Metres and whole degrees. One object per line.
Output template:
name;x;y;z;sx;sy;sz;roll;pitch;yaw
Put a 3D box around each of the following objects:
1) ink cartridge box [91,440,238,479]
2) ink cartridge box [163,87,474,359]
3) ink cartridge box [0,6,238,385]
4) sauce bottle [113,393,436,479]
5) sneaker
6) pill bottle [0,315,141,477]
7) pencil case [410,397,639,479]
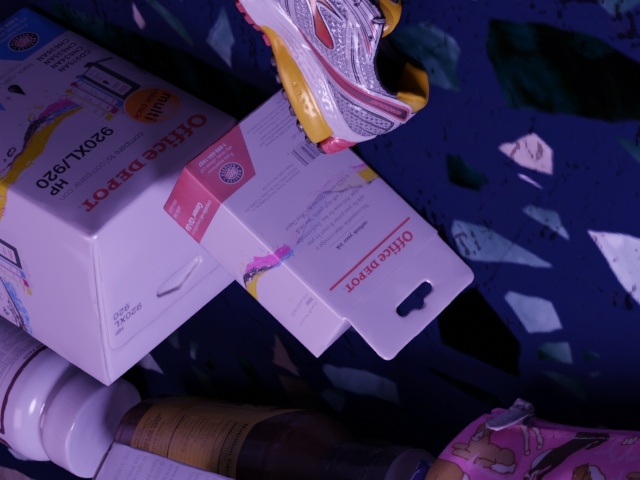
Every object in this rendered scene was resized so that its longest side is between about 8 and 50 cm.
ink cartridge box;0.004;0.277;1.519;0.307;0.072;0.303;13;157;25
ink cartridge box;0.000;0.000;1.361;0.198;0.115;0.067;44;146;7
ink cartridge box;-0.198;-0.039;1.502;0.232;0.171;0.168;29;143;27
sauce bottle;-0.039;0.196;1.617;0.344;0.111;0.111;3;126;47
sneaker;0.002;-0.164;1.226;0.092;0.088;0.225;-15;125;21
pill bottle;-0.285;0.139;1.833;0.221;0.121;0.121;24;140;32
pencil case;0.233;0.205;1.264;0.386;0.160;0.167;1;129;50
